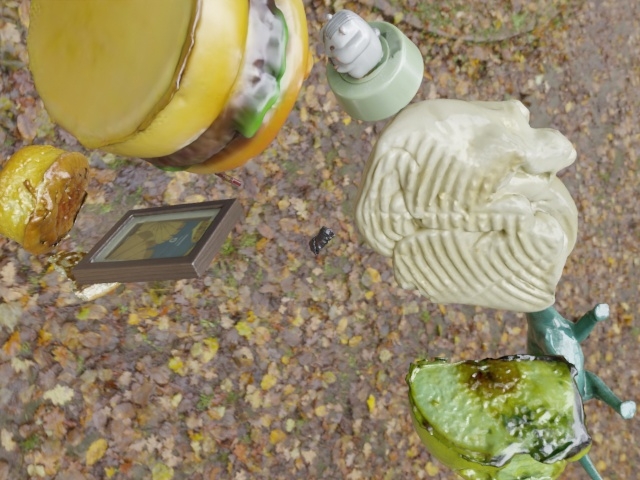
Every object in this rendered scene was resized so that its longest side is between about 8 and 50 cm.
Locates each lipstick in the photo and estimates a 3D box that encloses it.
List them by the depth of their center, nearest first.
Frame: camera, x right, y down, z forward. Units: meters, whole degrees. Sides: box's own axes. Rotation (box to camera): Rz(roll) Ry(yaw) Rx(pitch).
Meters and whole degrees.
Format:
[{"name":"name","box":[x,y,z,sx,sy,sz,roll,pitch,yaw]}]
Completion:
[{"name":"lipstick","box":[-0.342,-0.228,1.894,0.176,0.027,0.027,22,71,-70]}]

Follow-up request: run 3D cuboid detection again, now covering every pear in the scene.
[{"name":"pear","box":[0.256,0.297,0.791,0.255,0.239,0.163,78,9,-50]}]

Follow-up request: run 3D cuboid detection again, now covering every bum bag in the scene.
[{"name":"bum bag","box":[0.001,0.000,1.774,0.057,0.124,0.034,50,33,8]}]

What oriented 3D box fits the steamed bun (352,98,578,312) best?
[{"name":"steamed bun","box":[0.197,-0.059,0.682,0.290,0.275,0.203,17,41,-1]}]

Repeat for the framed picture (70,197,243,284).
[{"name":"framed picture","box":[-0.191,0.000,0.613,0.127,0.169,0.023,-68,147,-49]}]

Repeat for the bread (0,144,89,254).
[{"name":"bread","box":[-0.872,-0.133,1.608,0.204,0.358,0.336,17,98,-9]}]

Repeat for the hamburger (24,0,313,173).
[{"name":"hamburger","box":[-0.219,-0.300,0.784,0.278,0.396,0.394,3,84,-58]}]

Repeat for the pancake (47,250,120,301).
[{"name":"pancake","box":[-0.684,0.075,1.549,0.266,0.245,0.057,-69,169,-52]}]

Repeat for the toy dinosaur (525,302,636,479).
[{"name":"toy dinosaur","box":[0.421,0.220,0.977,0.130,0.331,0.382,-10,96,-4]}]

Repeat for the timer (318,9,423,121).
[{"name":"timer","box":[0.110,-0.537,1.486,0.315,0.291,0.290,24,72,-58]}]
